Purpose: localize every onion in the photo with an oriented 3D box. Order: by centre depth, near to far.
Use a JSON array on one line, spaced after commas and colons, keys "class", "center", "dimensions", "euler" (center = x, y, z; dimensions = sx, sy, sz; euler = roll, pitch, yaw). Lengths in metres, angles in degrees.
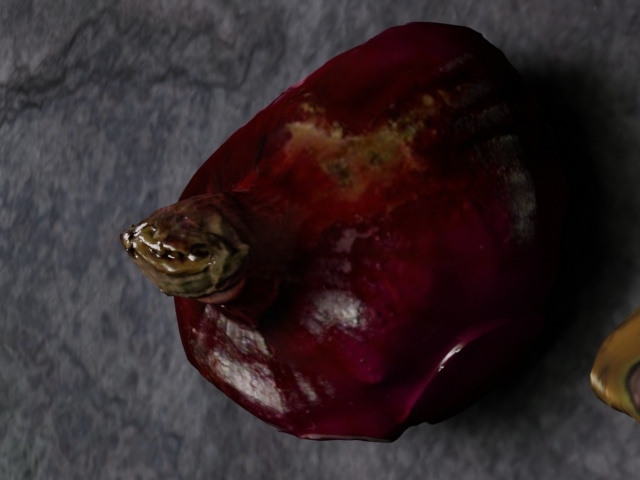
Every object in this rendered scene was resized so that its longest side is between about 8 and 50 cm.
[{"class": "onion", "center": [0.011, 0.011, 0.661], "dimensions": [0.135, 0.198, 0.173], "euler": [47, 120, 10]}]

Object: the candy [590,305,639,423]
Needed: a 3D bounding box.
[{"class": "candy", "center": [0.174, 0.116, 0.510], "dimensions": [0.143, 0.101, 0.271], "euler": [-40, 60, 33]}]
